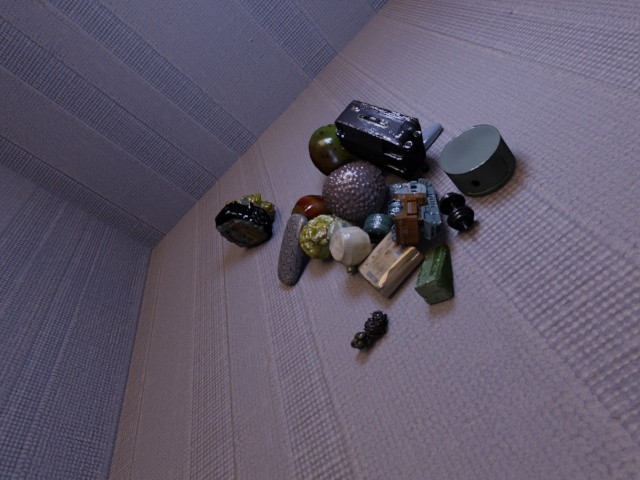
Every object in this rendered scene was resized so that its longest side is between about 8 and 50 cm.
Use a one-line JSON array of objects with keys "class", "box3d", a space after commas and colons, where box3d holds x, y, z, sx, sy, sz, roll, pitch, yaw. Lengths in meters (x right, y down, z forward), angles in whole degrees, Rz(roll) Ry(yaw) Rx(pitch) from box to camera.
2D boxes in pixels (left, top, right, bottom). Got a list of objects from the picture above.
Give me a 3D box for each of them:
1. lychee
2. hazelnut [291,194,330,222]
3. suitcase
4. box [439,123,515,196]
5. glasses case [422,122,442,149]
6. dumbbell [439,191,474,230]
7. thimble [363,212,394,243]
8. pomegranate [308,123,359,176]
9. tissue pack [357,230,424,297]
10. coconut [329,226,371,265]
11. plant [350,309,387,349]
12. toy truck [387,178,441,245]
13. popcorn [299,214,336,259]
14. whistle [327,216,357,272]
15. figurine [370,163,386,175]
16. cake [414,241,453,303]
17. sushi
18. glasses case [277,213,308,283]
[{"class": "lychee", "box3d": [0.156, -0.213, 1.834, 0.300, 0.300, 0.299, -31, 38, 29]}, {"class": "hazelnut", "box3d": [-0.042, -0.150, 2.112, 0.212, 0.181, 0.180, 13, 99, 56]}, {"class": "suitcase", "box3d": [0.272, -0.449, 1.789, 0.434, 0.283, 0.194, 30, 77, 34]}, {"class": "box", "box3d": [0.577, -0.291, 1.491, 0.226, 0.149, 0.226, -31, 38, 28]}, {"class": "glasses case", "box3d": [0.487, -0.468, 1.866, 0.178, 0.045, 0.067, -51, 33, 3]}, {"class": "dumbbell", "box3d": [0.492, -0.107, 1.467, 0.099, 0.099, 0.208, -37, 37, 22]}, {"class": "thimble", "box3d": [0.242, -0.047, 1.693, 0.135, 0.119, 0.090, -14, 47, 50]}, {"class": "pomegranate", "box3d": [0.093, -0.500, 2.146, 0.323, 0.291, 0.290, -48, 31, 28]}, {"class": "tissue pack", "box3d": [0.265, 0.089, 1.562, 0.222, 0.090, 0.186, -51, 32, 3]}, {"class": "coconut", "box3d": [0.130, 0.020, 1.649, 0.161, 0.162, 0.160, 13, 105, 55]}, {"class": "plant", "box3d": [0.178, 0.327, 1.459, 0.174, 0.087, 0.085, -48, 3, -3]}, {"class": "toy truck", "box3d": [0.363, -0.123, 1.564, 0.185, 0.132, 0.338, -3, 33, 15]}, {"class": "popcorn", "box3d": [0.010, -0.019, 1.893, 0.221, 0.183, 0.204, -40, 51, -7]}, {"class": "whistle", "box3d": [0.106, 0.015, 1.758, 0.067, 0.126, 0.257, 132, 127, -64]}, {"class": "figurine", "box3d": [0.285, -0.361, 1.975, 0.179, 0.114, 0.144, -24, 18, 18]}, {"class": "cake", "box3d": [0.410, 0.113, 1.418, 0.100, 0.099, 0.235, -26, 20, 35]}, {"class": "sushi", "box3d": [-0.449, -0.148, 2.455, 0.328, 0.329, 0.284, -24, 48, 43]}, {"class": "glasses case", "box3d": [-0.137, 0.043, 2.010, 0.137, 0.085, 0.353, 17, 97, 50]}]
